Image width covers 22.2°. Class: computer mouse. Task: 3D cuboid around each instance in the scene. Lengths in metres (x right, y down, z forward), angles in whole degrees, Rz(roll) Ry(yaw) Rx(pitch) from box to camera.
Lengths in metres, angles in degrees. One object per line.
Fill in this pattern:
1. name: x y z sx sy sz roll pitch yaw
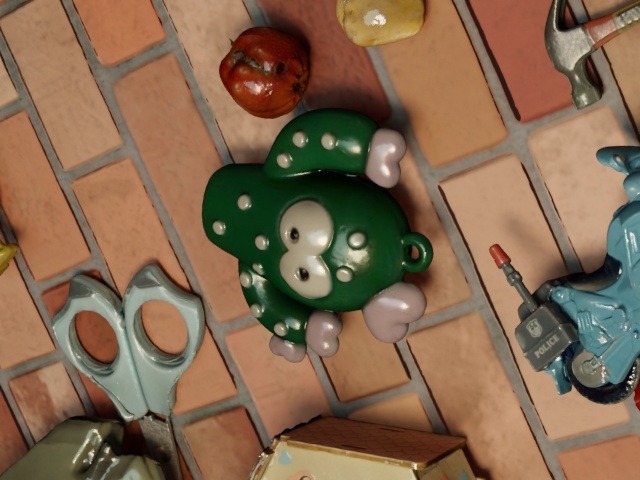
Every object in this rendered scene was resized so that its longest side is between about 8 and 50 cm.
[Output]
1. computer mouse: -0.287 0.387 1.808 0.228 0.145 0.429 39 111 26

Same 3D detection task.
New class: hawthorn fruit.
1. hawthorn fruit: -0.057 -0.161 1.551 0.093 0.093 0.093 8 109 25

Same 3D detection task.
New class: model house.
1. model house: 0.022 0.296 1.618 0.326 0.169 0.244 -30 83 26

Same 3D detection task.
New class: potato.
1. potato: 0.055 -0.211 1.496 0.083 0.062 0.068 1 123 5

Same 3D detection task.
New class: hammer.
1. hammer: 0.315 -0.215 1.371 0.287 0.033 0.111 -24 95 30

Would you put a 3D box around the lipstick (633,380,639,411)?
1. lipstick: 0.401 0.094 1.403 0.279 0.073 0.073 -31 90 32

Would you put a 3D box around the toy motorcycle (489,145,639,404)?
1. toy motorcycle: 0.270 0.020 1.414 0.272 0.123 0.182 -47 66 36

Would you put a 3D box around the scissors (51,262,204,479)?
1. scissors: -0.179 0.202 1.757 0.191 0.029 0.360 -8 102 27

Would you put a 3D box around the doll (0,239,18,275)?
1. doll: -0.443 -0.075 1.764 0.293 0.119 0.138 44 136 3

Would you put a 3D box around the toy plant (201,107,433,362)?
1. toy plant: 0.001 -0.004 1.553 0.243 0.112 0.233 -15 97 36
